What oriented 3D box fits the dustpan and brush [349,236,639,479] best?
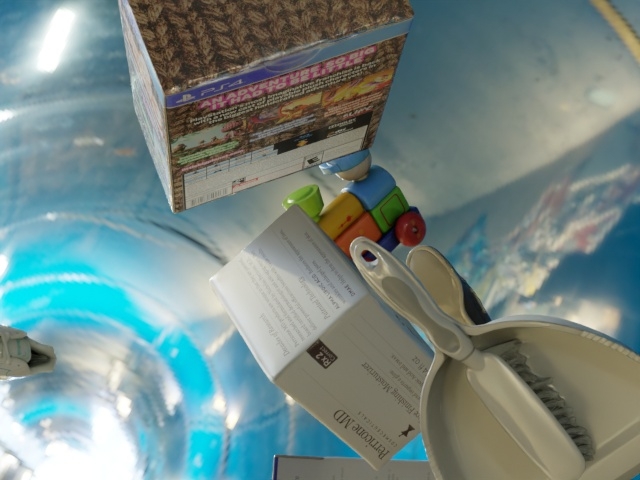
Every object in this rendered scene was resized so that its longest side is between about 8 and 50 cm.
[{"bbox_3d":[0.093,0.073,0.652,0.211,0.147,0.060,49,21,-2],"label":"dustpan and brush"}]

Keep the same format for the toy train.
[{"bbox_3d":[0.000,0.000,1.385,0.105,0.248,0.143,7,-46,54],"label":"toy train"}]

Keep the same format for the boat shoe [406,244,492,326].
[{"bbox_3d":[0.186,0.094,1.624,0.075,0.065,0.206,-31,-88,26],"label":"boat shoe"}]

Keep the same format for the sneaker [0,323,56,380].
[{"bbox_3d":[-0.275,0.085,0.969,0.061,0.053,0.152,-3,-12,23],"label":"sneaker"}]

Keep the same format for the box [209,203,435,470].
[{"bbox_3d":[0.014,0.091,1.131,0.181,0.119,0.182,45,3,-38],"label":"box"}]

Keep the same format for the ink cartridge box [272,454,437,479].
[{"bbox_3d":[0.083,0.445,1.581,0.307,0.303,0.072,0,-16,13],"label":"ink cartridge box"}]

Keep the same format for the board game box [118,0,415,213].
[{"bbox_3d":[-0.061,-0.171,1.146,0.291,0.232,0.141,106,-37,-70],"label":"board game box"}]
